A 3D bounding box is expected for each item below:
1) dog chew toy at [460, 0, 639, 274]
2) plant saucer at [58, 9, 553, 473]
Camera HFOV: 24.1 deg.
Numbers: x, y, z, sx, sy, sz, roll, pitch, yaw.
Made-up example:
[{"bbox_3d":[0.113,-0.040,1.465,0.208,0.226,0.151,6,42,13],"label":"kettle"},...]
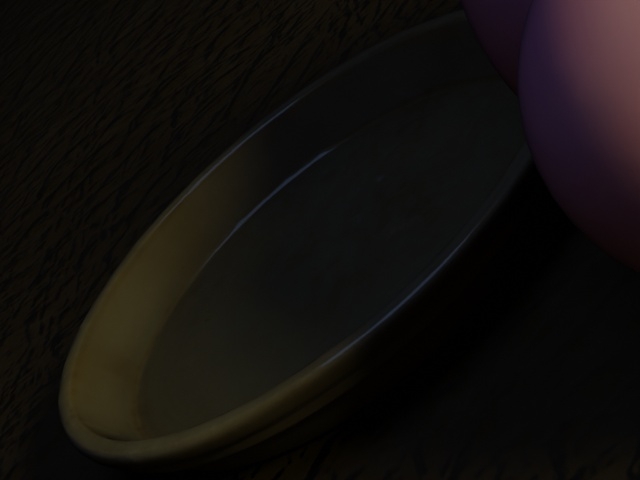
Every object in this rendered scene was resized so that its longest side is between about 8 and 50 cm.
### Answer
[{"bbox_3d":[0.131,-0.115,0.474,0.207,0.206,0.331,-27,34,30],"label":"dog chew toy"},{"bbox_3d":[0.000,0.000,0.662,0.278,0.041,0.278,-35,23,17],"label":"plant saucer"}]
